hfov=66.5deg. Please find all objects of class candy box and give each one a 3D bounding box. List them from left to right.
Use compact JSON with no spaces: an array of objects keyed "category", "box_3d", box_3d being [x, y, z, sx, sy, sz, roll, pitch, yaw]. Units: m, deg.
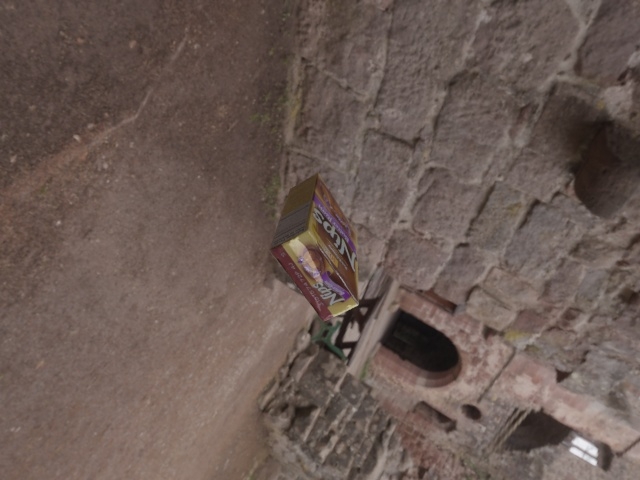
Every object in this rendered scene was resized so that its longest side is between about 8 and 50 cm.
[{"category":"candy box","box_3d":[0.000,0.000,0.602,0.053,0.109,0.186,-28,-158,17]}]
